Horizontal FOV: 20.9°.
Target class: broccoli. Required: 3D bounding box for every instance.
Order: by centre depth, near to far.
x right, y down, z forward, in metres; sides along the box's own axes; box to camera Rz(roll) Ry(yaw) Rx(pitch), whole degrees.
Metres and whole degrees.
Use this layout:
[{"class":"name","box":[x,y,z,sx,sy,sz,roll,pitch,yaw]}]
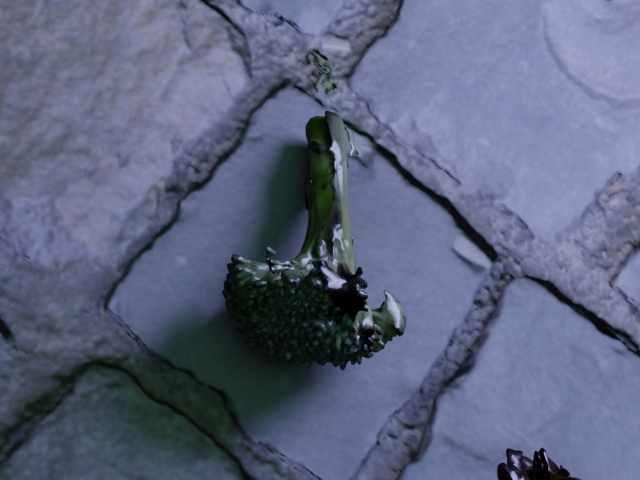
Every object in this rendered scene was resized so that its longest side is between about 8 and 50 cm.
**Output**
[{"class":"broccoli","box":[-0.001,-0.001,1.232,0.122,0.118,0.204,0,53,10]}]

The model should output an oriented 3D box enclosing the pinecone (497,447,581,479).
[{"class":"pinecone","box":[0.154,0.261,1.141,0.221,0.221,0.221,6,72,-19]}]
